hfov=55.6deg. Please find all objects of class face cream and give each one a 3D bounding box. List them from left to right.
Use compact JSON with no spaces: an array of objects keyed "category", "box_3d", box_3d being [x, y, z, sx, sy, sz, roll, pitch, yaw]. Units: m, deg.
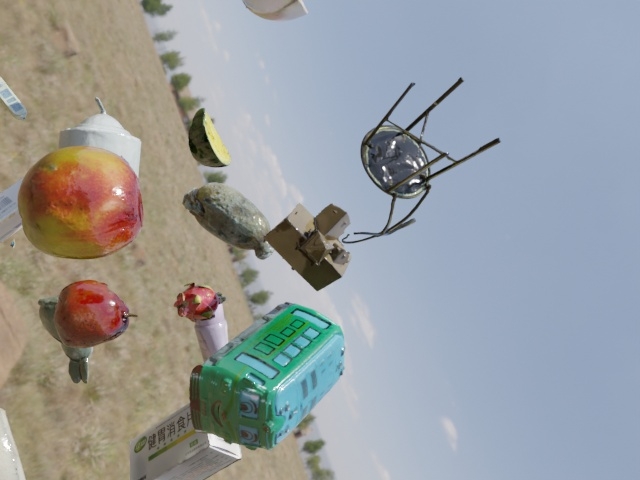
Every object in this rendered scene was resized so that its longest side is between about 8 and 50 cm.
[{"category":"face cream","box_3d":[-0.326,0.319,1.852,0.154,0.096,0.273,4,-75,51]}]

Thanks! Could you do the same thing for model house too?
[{"category":"model house","box_3d":[0.000,0.000,1.335,0.181,0.176,0.248,46,-7,-10]}]

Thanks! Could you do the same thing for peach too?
[{"category":"peach","box_3d":[-0.450,-0.070,1.152,0.231,0.231,0.230,160,-90,-83]}]

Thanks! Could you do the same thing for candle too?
[{"category":"candle","box_3d":[-0.597,-0.193,1.640,0.221,0.222,0.342,-179,-85,-82]}]

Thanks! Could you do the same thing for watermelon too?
[{"category":"watermelon","box_3d":[-0.302,-0.247,1.600,0.181,0.075,0.092,63,19,-51]}]

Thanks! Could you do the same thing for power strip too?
[{"category":"power strip","box_3d":[-1.028,-0.472,1.989,0.191,0.047,0.030,50,-28,3]}]

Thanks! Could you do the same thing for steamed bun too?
[{"category":"steamed bun","box_3d":[-1.008,0.654,1.824,0.283,0.177,0.282,33,-49,49]}]

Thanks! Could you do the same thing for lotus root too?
[{"category":"lotus root","box_3d":[-0.286,-0.072,2.021,0.350,0.175,0.175,35,-11,4]}]

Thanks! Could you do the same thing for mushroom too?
[{"category":"mushroom","box_3d":[-0.155,-0.772,1.931,0.236,0.162,0.173,64,10,16]}]

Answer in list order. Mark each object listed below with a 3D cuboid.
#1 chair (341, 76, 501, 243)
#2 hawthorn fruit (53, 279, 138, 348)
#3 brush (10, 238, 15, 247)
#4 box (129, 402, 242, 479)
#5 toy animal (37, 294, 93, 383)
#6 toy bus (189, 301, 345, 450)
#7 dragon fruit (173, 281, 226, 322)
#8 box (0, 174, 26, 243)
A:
[{"category":"chair","box_3d":[0.140,-0.129,1.073,0.326,0.160,0.170,-40,-108,54]},{"category":"hawthorn fruit","box_3d":[-0.479,0.157,1.300,0.148,0.172,0.148,1,90,-85]},{"category":"brush","box_3d":[-1.033,0.009,2.038,0.084,0.013,0.016,27,-83,60]},{"category":"box","box_3d":[-0.410,0.623,1.806,0.145,0.333,0.173,41,21,-41]},{"category":"toy animal","box_3d":[-0.631,0.240,1.549,0.108,0.138,0.236,-69,158,-62]},{"category":"toy bus","box_3d":[-0.092,0.285,1.282,0.200,0.343,0.183,15,-62,27]},{"category":"dragon fruit","box_3d":[-0.253,0.132,1.293,0.116,0.081,0.086,13,43,-48]},{"category":"box","box_3d":[-0.841,-0.115,1.739,0.065,0.343,0.200,45,-33,-5]}]
